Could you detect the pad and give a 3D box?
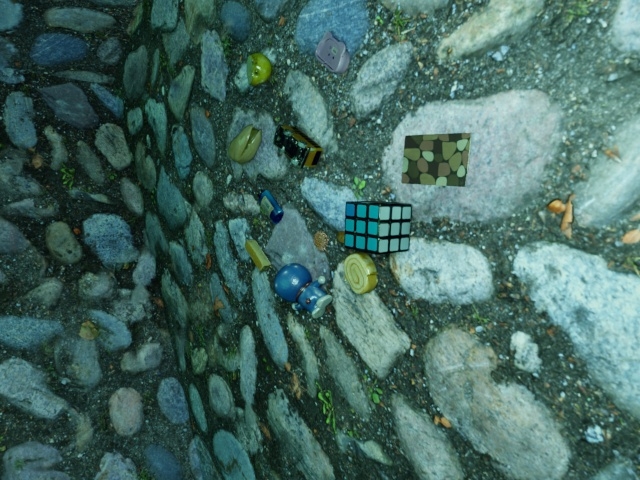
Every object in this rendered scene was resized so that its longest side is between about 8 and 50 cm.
[{"bbox_3d":[0.350,-0.249,1.263,0.235,0.003,0.158,13,104,46],"label":"pad"}]

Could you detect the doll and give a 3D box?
[{"bbox_3d":[-0.069,0.200,1.687,0.257,0.161,0.215,39,110,19],"label":"doll"}]

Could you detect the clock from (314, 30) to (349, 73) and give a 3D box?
[{"bbox_3d":[0.051,-0.694,1.511,0.152,0.050,0.110,53,130,29],"label":"clock"}]

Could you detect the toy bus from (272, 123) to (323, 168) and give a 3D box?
[{"bbox_3d":[-0.093,-0.385,1.657,0.201,0.114,0.098,45,126,29],"label":"toy bus"}]

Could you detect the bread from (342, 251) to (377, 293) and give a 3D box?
[{"bbox_3d":[0.145,0.115,1.479,0.122,0.073,0.149,-43,63,39],"label":"bread"}]

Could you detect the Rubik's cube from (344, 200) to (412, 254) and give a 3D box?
[{"bbox_3d":[0.189,-0.047,1.349,0.162,0.163,0.160,11,102,51],"label":"Rubik's cube"}]

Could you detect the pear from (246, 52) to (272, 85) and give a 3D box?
[{"bbox_3d":[-0.269,-0.762,1.824,0.141,0.104,0.140,177,90,-72],"label":"pear"}]

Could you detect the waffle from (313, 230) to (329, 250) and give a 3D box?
[{"bbox_3d":[0.000,0.000,1.661,0.075,0.029,0.083,-49,57,39],"label":"waffle"}]

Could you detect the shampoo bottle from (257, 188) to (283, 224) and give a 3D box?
[{"bbox_3d":[-0.236,-0.164,1.888,0.183,0.050,0.087,53,132,29],"label":"shampoo bottle"}]

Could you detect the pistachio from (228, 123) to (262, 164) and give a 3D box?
[{"bbox_3d":[-0.357,-0.455,1.943,0.226,0.136,0.135,-46,61,33],"label":"pistachio"}]

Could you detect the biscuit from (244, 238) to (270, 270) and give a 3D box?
[{"bbox_3d":[-0.305,0.069,1.988,0.188,0.056,0.052,54,128,31],"label":"biscuit"}]

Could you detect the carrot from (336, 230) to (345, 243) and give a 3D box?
[{"bbox_3d":[0.132,0.010,1.502,0.191,0.047,0.047,28,115,42],"label":"carrot"}]
